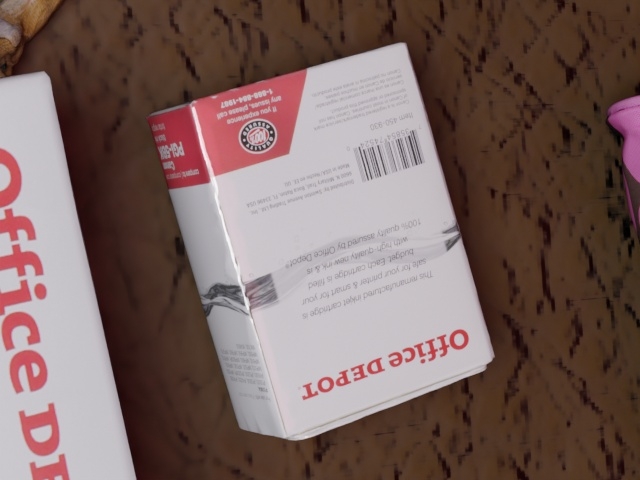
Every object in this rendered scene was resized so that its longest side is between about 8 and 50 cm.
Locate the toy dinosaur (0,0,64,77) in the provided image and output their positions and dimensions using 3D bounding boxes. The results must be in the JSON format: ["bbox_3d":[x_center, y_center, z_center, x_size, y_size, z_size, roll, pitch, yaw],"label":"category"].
[{"bbox_3d":[-0.063,-0.137,0.689,0.211,0.064,0.112,-30,128,-20],"label":"toy dinosaur"}]

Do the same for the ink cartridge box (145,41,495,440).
[{"bbox_3d":[0.000,0.000,0.705,0.099,0.056,0.135,-18,96,-24],"label":"ink cartridge box"}]

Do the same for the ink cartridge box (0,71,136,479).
[{"bbox_3d":[-0.213,0.072,0.566,0.289,0.121,0.211,-14,94,-25],"label":"ink cartridge box"}]

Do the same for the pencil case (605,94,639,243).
[{"bbox_3d":[0.186,0.028,0.777,0.095,0.098,0.209,-11,95,19],"label":"pencil case"}]
